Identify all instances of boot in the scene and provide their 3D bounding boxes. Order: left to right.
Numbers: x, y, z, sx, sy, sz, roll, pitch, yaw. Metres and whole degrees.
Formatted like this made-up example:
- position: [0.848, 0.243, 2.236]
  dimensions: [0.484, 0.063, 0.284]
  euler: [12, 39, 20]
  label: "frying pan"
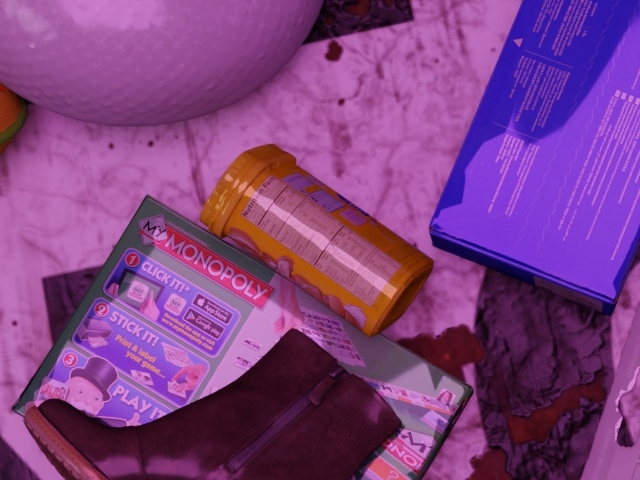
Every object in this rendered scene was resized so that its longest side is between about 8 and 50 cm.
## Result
- position: [-0.087, 0.150, 1.570]
  dimensions: [0.248, 0.090, 0.207]
  euler: [35, 73, 12]
  label: "boot"

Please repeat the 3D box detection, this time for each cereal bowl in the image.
- position: [-0.154, -0.271, 1.625]
  dimensions: [0.338, 0.141, 0.339]
  euler: [2, 69, -5]
  label: "cereal bowl"

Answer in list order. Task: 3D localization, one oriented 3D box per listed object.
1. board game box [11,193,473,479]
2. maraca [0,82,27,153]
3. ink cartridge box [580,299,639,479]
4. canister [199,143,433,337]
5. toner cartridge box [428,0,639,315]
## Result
- position: [-0.063, 0.132, 1.621]
  dimensions: [0.317, 0.046, 0.213]
  euler: [31, 83, 10]
  label: "board game box"
- position: [-0.336, -0.118, 1.670]
  dimensions: [0.185, 0.099, 0.127]
  euler: [21, 38, 21]
  label: "maraca"
- position: [0.340, 0.162, 1.584]
  dimensions: [0.224, 0.056, 0.181]
  euler: [15, 81, 27]
  label: "ink cartridge box"
- position: [0.000, 0.000, 1.601]
  dimensions: [0.170, 0.126, 0.073]
  euler: [35, 105, 9]
  label: "canister"
- position: [0.229, -0.129, 1.628]
  dimensions: [0.165, 0.075, 0.348]
  euler: [22, 82, 8]
  label: "toner cartridge box"
